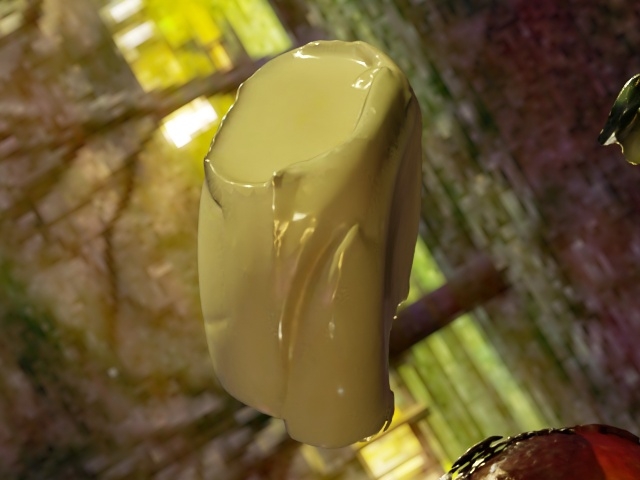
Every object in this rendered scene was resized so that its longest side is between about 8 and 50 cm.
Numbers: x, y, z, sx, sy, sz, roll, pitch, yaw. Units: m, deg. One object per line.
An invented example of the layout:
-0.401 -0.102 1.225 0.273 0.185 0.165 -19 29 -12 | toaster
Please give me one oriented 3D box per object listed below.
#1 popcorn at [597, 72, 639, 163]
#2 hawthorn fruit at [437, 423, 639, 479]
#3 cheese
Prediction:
0.367 -0.091 1.162 0.237 0.293 0.293 40 172 17 | popcorn
0.170 0.294 1.336 0.316 0.316 0.316 59 178 3 | hawthorn fruit
0.000 0.000 1.256 0.266 0.127 0.233 -68 -21 -55 | cheese
